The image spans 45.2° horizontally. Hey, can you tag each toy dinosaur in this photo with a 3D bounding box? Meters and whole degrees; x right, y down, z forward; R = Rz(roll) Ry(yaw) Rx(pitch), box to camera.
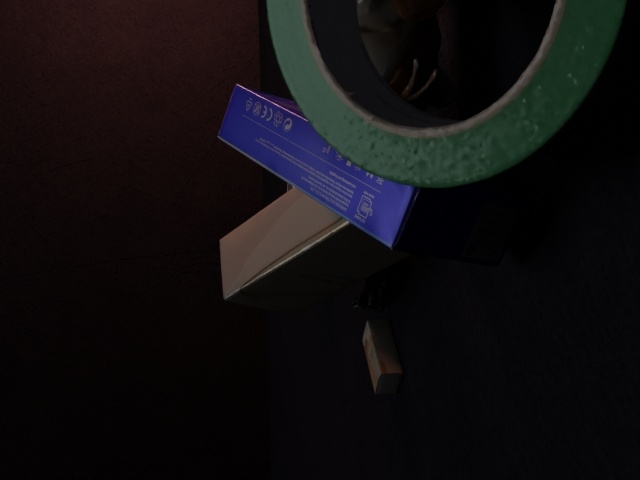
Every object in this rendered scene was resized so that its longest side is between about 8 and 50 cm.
[{"bbox_3d":[0.045,-0.001,1.331,0.322,0.164,0.218,63,-142,-78],"label":"toy dinosaur"}]

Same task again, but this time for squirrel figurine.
[{"bbox_3d":[0.080,-0.333,0.907,0.397,0.281,0.370,-82,-13,-55],"label":"squirrel figurine"}]

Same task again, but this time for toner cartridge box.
[{"bbox_3d":[0.041,-0.081,0.865,0.348,0.165,0.075,35,109,47],"label":"toner cartridge box"}]

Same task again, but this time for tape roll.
[{"bbox_3d":[0.098,-0.206,0.620,0.321,0.077,0.321,12,110,36],"label":"tape roll"}]

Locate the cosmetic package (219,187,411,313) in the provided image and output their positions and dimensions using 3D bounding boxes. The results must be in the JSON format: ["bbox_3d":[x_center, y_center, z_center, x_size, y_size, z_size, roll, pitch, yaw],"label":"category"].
[{"bbox_3d":[0.000,0.000,1.143,0.309,0.160,0.113,-33,54,43],"label":"cosmetic package"}]

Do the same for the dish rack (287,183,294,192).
[{"bbox_3d":[-0.023,-0.143,1.860,0.285,0.072,0.332,-101,14,-46],"label":"dish rack"}]

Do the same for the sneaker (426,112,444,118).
[{"bbox_3d":[0.141,-0.078,0.947,0.221,0.083,0.087,-105,22,-45],"label":"sneaker"}]

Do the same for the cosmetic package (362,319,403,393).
[{"bbox_3d":[0.104,0.195,1.295,0.115,0.041,0.060,-102,15,-46],"label":"cosmetic package"}]
